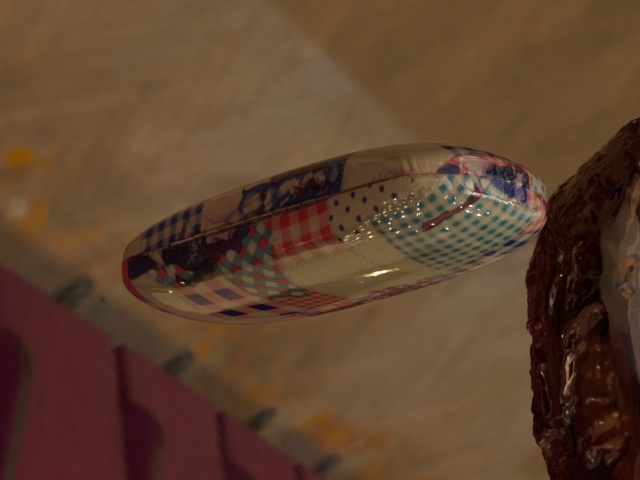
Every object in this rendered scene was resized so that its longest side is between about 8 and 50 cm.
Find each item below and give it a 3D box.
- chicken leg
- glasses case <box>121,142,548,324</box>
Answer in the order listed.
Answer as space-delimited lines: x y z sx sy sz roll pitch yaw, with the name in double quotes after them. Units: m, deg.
0.220 0.002 1.195 0.158 0.407 0.096 15 160 8 "chicken leg"
0.000 0.000 1.170 0.125 0.076 0.327 12 160 -39 "glasses case"
